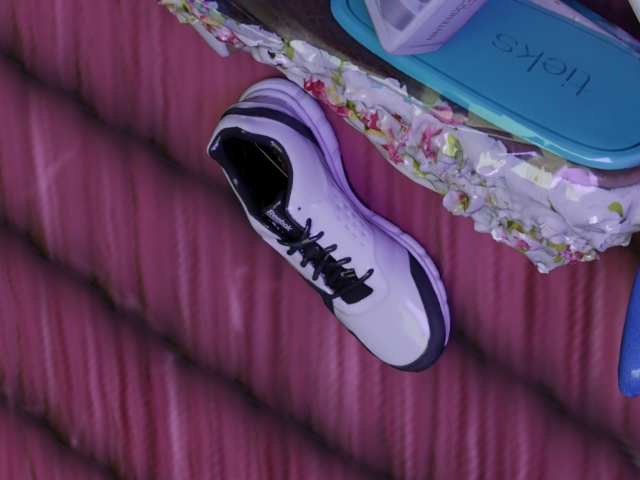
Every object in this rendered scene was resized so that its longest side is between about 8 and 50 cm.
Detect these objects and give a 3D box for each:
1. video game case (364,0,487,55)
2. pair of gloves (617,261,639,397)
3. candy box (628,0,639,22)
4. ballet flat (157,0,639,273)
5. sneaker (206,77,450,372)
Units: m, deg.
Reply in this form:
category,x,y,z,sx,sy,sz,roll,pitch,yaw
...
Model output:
category,x,y,z,sx,sy,sz,roll,pitch,yaw
video game case,0.031,-0.177,0.466,0.183,0.023,0.201,-44,62,54
pair of gloves,0.179,0.006,0.481,0.198,0.023,0.159,4,82,14
candy box,0.152,-0.144,0.491,0.206,0.027,0.105,-27,93,31
ballet flat,0.002,-0.069,0.566,0.241,0.091,0.077,40,152,15
sneaker,0.000,0.000,0.607,0.040,0.044,0.109,-37,90,29
